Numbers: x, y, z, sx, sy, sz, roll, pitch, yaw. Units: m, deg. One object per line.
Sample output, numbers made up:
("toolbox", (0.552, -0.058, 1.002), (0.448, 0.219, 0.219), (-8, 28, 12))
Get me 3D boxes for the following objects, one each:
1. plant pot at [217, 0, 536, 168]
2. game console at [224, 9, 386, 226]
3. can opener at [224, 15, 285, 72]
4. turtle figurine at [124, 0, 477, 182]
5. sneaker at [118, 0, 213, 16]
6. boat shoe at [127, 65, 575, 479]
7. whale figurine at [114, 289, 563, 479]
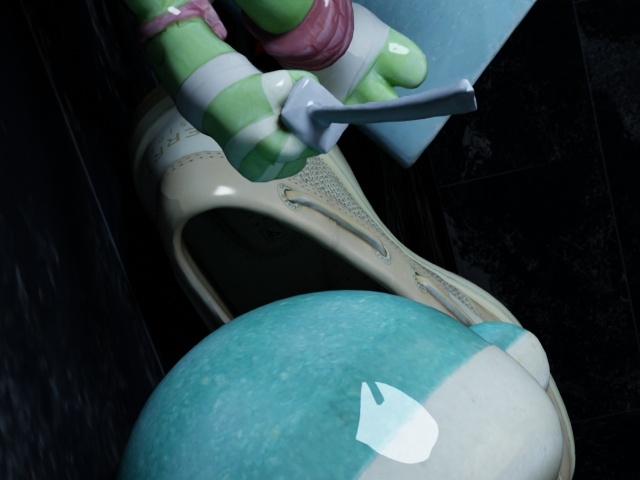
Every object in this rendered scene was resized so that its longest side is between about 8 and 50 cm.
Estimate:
("plant pot", (0.021, -0.232, 0.982), (0.252, 0.247, 0.248), (34, 15, -6))
("game console", (0.000, 0.000, 1.318), (0.386, 0.060, 0.342), (62, 22, -63))
("can opener", (-0.030, -0.070, 1.029), (0.280, 0.093, 0.074), (-89, 172, -55))
("turtle figurine", (0.020, -0.122, 0.682), (0.266, 0.274, 0.198), (9, 71, -70))
("sneaker", (-0.104, -0.191, 0.767), (0.118, 0.083, 0.222), (-50, 134, -60))
("boat shoe", (0.023, 0.063, 0.866), (0.341, 0.121, 0.110), (45, 20, -33))
("whale figurine", (0.001, 0.108, 0.712), (0.141, 0.216, 0.272), (38, -5, 11))
